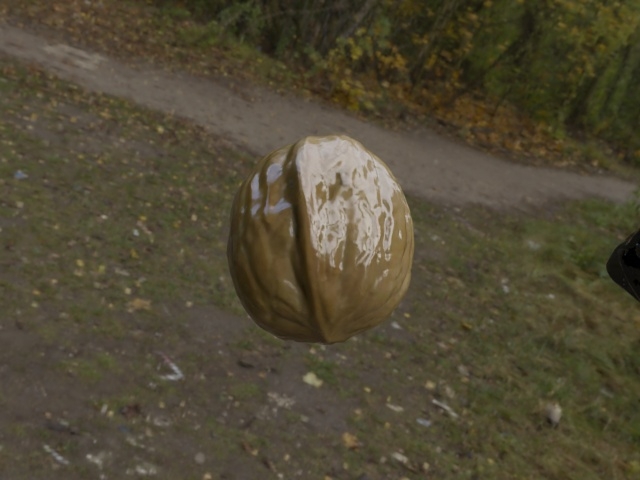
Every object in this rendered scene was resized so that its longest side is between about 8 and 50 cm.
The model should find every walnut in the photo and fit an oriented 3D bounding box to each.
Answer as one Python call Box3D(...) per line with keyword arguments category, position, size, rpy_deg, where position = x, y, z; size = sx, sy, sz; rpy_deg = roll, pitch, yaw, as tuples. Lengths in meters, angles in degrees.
Box3D(category="walnut", position=(0.000, 0.000, 0.905), size=(0.225, 0.225, 0.261), rpy_deg=(13, 52, -25))

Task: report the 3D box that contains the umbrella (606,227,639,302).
Box3D(category="umbrella", position=(0.215, -0.002, 0.341), size=(0.122, 0.110, 0.272), rpy_deg=(5, -23, 6))
